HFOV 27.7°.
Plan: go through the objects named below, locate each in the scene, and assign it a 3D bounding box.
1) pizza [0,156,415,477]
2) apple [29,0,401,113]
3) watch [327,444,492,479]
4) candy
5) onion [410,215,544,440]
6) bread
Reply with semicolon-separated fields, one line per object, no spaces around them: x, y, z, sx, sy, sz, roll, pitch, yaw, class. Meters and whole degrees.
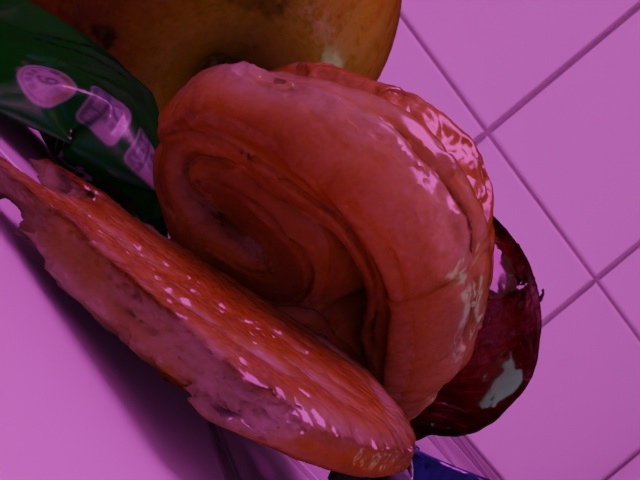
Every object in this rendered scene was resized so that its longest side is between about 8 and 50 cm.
-0.065;0.034;0.606;0.262;0.034;0.181;35;7;-2;pizza
-0.091;-0.212;1.049;0.339;0.339;0.339;50;1;-2;apple
0.132;0.180;0.728;0.274;0.068;0.276;24;4;3;watch
-0.146;-0.078;0.805;0.203;0.078;0.141;46;7;-29;candy
0.056;0.053;1.119;0.281;0.281;0.221;-125;-141;-73;onion
0.003;0.001;0.734;0.198;0.120;0.236;24;-37;18;bread
